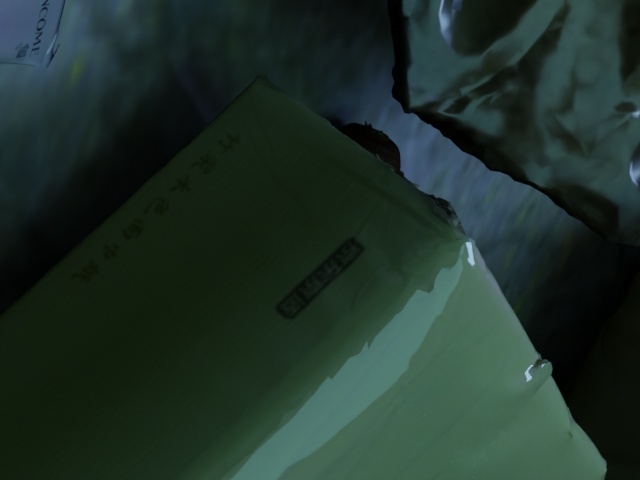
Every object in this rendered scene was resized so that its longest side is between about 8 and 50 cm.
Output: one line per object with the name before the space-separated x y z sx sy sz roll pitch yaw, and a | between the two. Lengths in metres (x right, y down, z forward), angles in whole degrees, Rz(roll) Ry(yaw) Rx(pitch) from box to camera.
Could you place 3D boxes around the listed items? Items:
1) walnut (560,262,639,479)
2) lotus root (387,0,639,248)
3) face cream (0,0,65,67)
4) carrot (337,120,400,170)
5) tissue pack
walnut | 0.239 0.128 0.831 0.253 0.282 0.277 -27 150 29
lotus root | 0.125 -0.169 0.598 0.210 0.142 0.314 32 97 -18
face cream | -0.113 -0.062 0.487 0.115 0.020 0.038 -11 124 -48
carrot | 0.000 0.000 0.656 0.032 0.032 0.093 16 106 -53
tissue pack | -0.040 0.088 0.573 0.234 0.125 0.159 -43 139 -8
